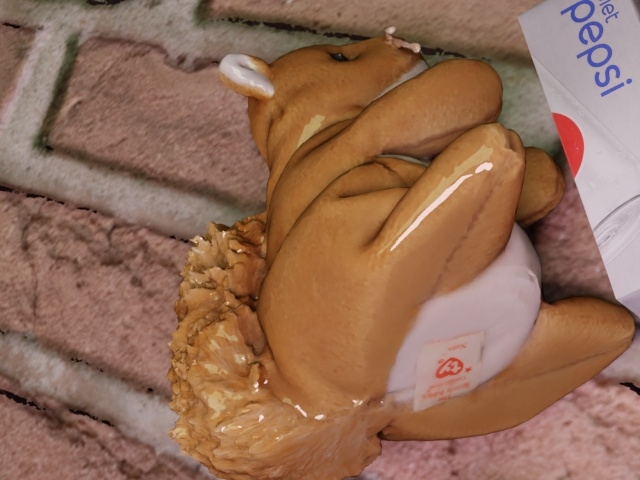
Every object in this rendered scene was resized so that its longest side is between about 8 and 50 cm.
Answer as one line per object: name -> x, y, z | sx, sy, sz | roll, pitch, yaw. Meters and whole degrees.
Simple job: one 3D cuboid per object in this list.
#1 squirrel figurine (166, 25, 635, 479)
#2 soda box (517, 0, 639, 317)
squirrel figurine -> 0.000, 0.000, 1.163 | 0.397, 0.281, 0.370 | -41, 45, 10
soda box -> 0.252, -0.077, 1.124 | 0.098, 0.091, 0.286 | -28, 56, 24
